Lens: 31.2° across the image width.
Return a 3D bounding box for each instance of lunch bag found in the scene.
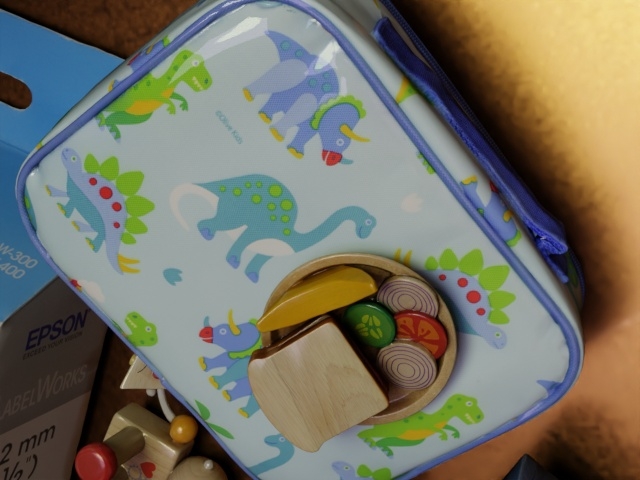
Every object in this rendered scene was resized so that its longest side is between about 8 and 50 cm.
[{"bbox_3d":[0.000,0.000,0.488,0.176,0.090,0.219,-34,106,25],"label":"lunch bag"}]

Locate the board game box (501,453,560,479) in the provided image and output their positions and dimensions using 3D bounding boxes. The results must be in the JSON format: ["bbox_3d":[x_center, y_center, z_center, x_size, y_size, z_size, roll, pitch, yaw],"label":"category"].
[{"bbox_3d":[0.135,0.231,0.504,0.243,0.042,0.165,37,113,4],"label":"board game box"}]

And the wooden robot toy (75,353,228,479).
[{"bbox_3d":[-0.087,0.135,0.600,0.079,0.076,0.173,26,110,7],"label":"wooden robot toy"}]

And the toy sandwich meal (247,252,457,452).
[{"bbox_3d":[0.011,0.044,0.441,0.085,0.029,0.085,4,115,8],"label":"toy sandwich meal"}]

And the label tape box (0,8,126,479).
[{"bbox_3d":[-0.249,0.037,0.630,0.249,0.115,0.348,24,111,20],"label":"label tape box"}]
